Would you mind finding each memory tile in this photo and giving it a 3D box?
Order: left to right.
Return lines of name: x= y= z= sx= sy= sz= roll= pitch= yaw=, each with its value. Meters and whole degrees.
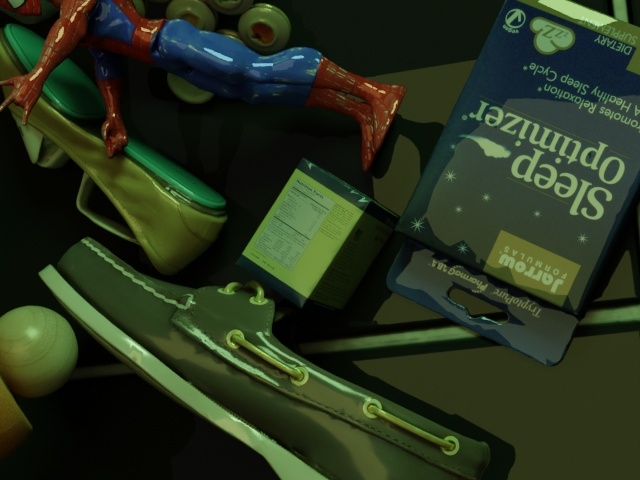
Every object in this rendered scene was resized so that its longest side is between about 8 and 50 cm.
memory tile: x=-0.101 y=-0.166 z=1.024 sx=0.113 sy=0.012 sz=0.148 roll=-28 pitch=117 yaw=35

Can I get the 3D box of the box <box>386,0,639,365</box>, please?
box: x=0.143 y=-0.044 z=0.982 sx=0.136 sy=0.036 sz=0.225 roll=25 pitch=91 yaw=19

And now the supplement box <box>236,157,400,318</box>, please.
supplement box: x=0.000 y=0.000 z=0.993 sx=0.056 sy=0.083 sz=0.083 roll=34 pitch=93 yaw=18

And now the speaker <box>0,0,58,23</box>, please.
speaker: x=-0.236 y=-0.199 z=1.069 sx=0.055 sy=0.136 sz=0.055 roll=-3 pitch=81 yaw=18

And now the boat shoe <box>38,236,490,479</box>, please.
boat shoe: x=-0.041 y=0.087 z=0.981 sx=0.324 sy=0.116 sz=0.096 roll=34 pitch=85 yaw=18

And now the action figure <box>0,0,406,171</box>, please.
action figure: x=-0.100 y=-0.092 z=0.984 sx=0.280 sy=0.091 sz=0.139 roll=24 pitch=76 yaw=0

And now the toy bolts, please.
toy bolts: x=-0.268 y=0.064 z=1.023 sx=0.158 sy=0.218 sz=0.228 roll=-32 pitch=77 yaw=-13

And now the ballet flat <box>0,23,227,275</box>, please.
ballet flat: x=-0.167 y=-0.063 z=1.061 sx=0.232 sy=0.080 sz=0.073 roll=42 pitch=107 yaw=19
